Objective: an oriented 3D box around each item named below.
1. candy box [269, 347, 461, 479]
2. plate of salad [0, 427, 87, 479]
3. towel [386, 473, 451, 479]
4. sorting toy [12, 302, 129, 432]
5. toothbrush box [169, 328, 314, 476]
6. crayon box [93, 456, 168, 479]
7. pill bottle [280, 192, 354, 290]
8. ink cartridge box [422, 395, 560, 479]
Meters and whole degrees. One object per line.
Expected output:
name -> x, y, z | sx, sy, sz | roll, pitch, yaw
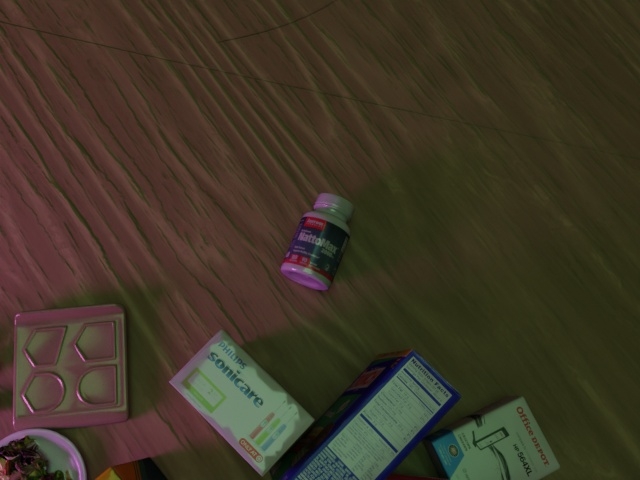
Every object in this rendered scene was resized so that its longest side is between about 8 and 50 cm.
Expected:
candy box -> 0.065, 0.341, 1.093 | 0.317, 0.268, 0.122 | -42, 85, -14
plate of salad -> -0.529, 0.445, 1.135 | 0.200, 0.048, 0.199 | 1, 78, -4
towel -> 0.133, 0.558, 1.104 | 0.199, 0.031, 0.274 | -4, 63, 25
sorting toy -> -0.526, 0.248, 1.203 | 0.307, 0.041, 0.229 | -5, 79, -5
toothbrush box -> -0.128, 0.281, 1.090 | 0.206, 0.283, 0.122 | 43, 76, 7
crayon box -> -0.363, 0.455, 1.003 | 0.203, 0.323, 0.083 | -40, 80, -13
pill bottle -> 0.000, 0.000, 1.269 | 0.108, 0.108, 0.180 | 21, 74, 2
ink cartridge box -> 0.321, 0.403, 1.186 | 0.203, 0.086, 0.148 | -24, 77, -9
